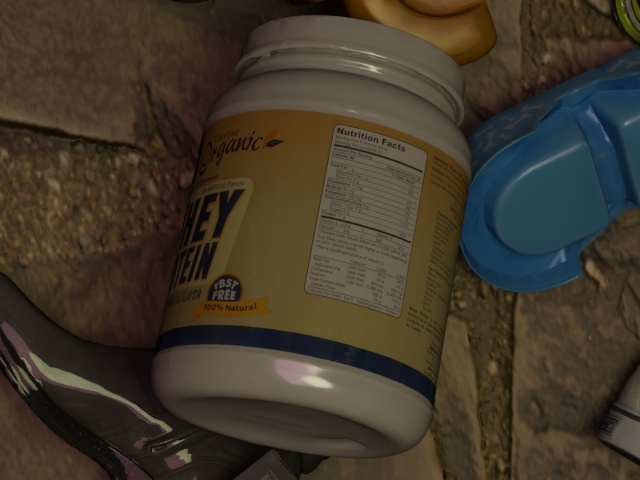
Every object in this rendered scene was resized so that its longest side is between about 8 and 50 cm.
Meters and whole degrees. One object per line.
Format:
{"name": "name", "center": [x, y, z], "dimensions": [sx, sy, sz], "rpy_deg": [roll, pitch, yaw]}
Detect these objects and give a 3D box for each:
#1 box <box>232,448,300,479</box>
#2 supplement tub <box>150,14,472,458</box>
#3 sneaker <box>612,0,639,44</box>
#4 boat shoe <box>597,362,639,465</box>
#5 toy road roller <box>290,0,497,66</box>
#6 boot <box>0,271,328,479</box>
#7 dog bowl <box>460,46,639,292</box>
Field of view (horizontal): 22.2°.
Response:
{"name": "box", "center": [-0.082, 0.310, 1.395], "dimensions": [0.231, 0.056, 0.183], "rpy_deg": [-39, 135, -5]}
{"name": "supplement tub", "center": [0.000, 0.000, 1.323], "dimensions": [0.228, 0.228, 0.316], "rpy_deg": [12, 72, -3]}
{"name": "sneaker", "center": [0.415, -0.186, 1.447], "dimensions": [0.300, 0.121, 0.111], "rpy_deg": [13, 90, -3]}
{"name": "boat shoe", "center": [0.442, 0.199, 1.455], "dimensions": [0.367, 0.136, 0.156], "rpy_deg": [29, 85, 7]}
{"name": "toy road roller", "center": [0.014, -0.240, 1.388], "dimensions": [0.329, 0.202, 0.240], "rpy_deg": [-21, 99, -5]}
{"name": "boot", "center": [-0.138, 0.108, 1.435], "dimensions": [0.223, 0.118, 0.338], "rpy_deg": [-42, 101, -8]}
{"name": "dog bowl", "center": [0.246, -0.072, 1.431], "dimensions": [0.297, 0.074, 0.166], "rpy_deg": [-26, 126, -3]}
